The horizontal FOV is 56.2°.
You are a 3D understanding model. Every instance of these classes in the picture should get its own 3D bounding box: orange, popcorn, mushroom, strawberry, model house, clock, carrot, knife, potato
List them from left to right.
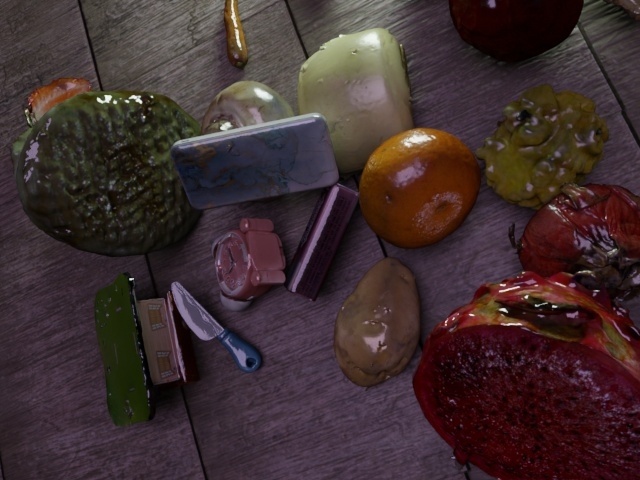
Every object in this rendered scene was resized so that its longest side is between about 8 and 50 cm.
[{"bbox_3d":[-0.616,-0.321,1.433,0.187,0.082,0.146,-35,78,4],"label":"strawberry"},{"bbox_3d":[-0.353,0.222,1.255,0.207,0.154,0.294,-28,71,47],"label":"model house"},{"bbox_3d":[-0.220,0.180,1.211,0.244,0.032,0.058,40,84,-1],"label":"knife"},{"bbox_3d":[-0.192,-0.472,1.335,0.047,0.047,0.191,-15,72,16],"label":"carrot"},{"bbox_3d":[-0.149,0.049,1.207,0.162,0.092,0.166,-31,66,42],"label":"clock"},{"bbox_3d":[-0.140,-0.186,1.187,0.255,0.184,0.255,16,124,26],"label":"mushroom"},{"bbox_3d":[0.111,0.153,1.096,0.161,0.128,0.235,35,89,15],"label":"potato"},{"bbox_3d":[0.174,-0.095,1.070,0.224,0.224,0.170,-38,45,10],"label":"orange"},{"bbox_3d":[0.375,-0.161,1.030,0.189,0.169,0.218,40,89,18],"label":"popcorn"}]

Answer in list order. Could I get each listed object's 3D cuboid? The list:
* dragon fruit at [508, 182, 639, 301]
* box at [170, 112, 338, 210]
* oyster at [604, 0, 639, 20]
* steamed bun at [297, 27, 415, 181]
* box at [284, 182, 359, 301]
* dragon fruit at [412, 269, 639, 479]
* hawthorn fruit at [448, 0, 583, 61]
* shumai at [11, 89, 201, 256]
[{"bbox_3d":[0.440,0.029,0.942,0.218,0.148,0.224,-39,114,15],"label":"dragon fruit"},{"bbox_3d":[-0.117,-0.139,1.081,0.285,0.142,0.044,-10,36,8],"label":"box"},{"bbox_3d":[0.533,-0.558,1.078,0.221,0.096,0.361,-26,75,8],"label":"oyster"},{"bbox_3d":[0.062,-0.267,1.152,0.232,0.166,0.273,-8,80,16],"label":"steamed bun"},{"bbox_3d":[0.000,0.000,1.159,0.069,0.120,0.224,24,88,-10],"label":"box"},{"bbox_3d":[0.349,0.209,0.924,0.386,0.249,0.371,41,138,-1],"label":"dragon fruit"},{"bbox_3d":[0.320,-0.434,1.033,0.230,0.266,0.210,20,100,34],"label":"hawthorn fruit"},{"bbox_3d":[-0.457,-0.151,1.243,0.323,0.397,0.324,17,108,42],"label":"shumai"}]
